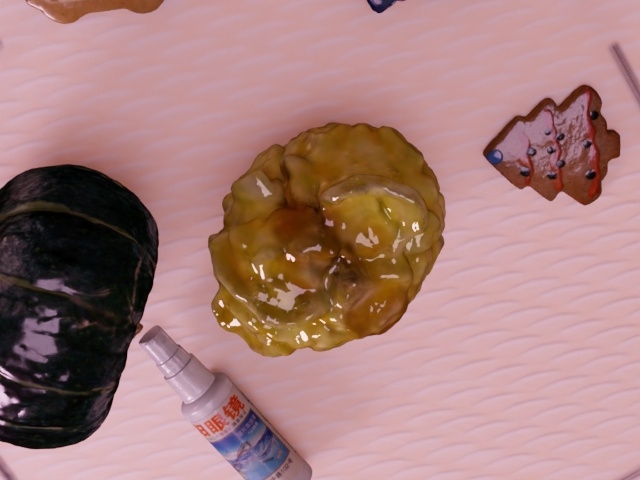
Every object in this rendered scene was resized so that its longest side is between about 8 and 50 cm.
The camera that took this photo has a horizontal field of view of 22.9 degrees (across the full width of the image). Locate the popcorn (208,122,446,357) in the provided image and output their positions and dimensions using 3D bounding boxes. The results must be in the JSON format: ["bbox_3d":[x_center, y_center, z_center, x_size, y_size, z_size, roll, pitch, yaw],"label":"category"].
[{"bbox_3d":[0.002,0.001,1.392,0.235,0.217,0.181,-37,105,-4],"label":"popcorn"}]

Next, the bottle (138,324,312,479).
[{"bbox_3d":[-0.095,0.166,1.523,0.060,0.060,0.217,-38,107,8],"label":"bottle"}]

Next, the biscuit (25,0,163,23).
[{"bbox_3d":[-0.205,-0.313,1.359,0.184,0.035,0.249,-6,109,-3],"label":"biscuit"}]

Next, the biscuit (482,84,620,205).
[{"bbox_3d":[0.218,-0.084,1.483,0.130,0.019,0.119,-7,109,-2],"label":"biscuit"}]

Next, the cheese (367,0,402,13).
[{"bbox_3d":[0.100,-0.256,1.403,0.145,0.038,0.095,-31,109,5],"label":"cheese"}]

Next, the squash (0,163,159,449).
[{"bbox_3d":[-0.234,0.056,1.371,0.165,0.252,0.252,20,106,-17],"label":"squash"}]
